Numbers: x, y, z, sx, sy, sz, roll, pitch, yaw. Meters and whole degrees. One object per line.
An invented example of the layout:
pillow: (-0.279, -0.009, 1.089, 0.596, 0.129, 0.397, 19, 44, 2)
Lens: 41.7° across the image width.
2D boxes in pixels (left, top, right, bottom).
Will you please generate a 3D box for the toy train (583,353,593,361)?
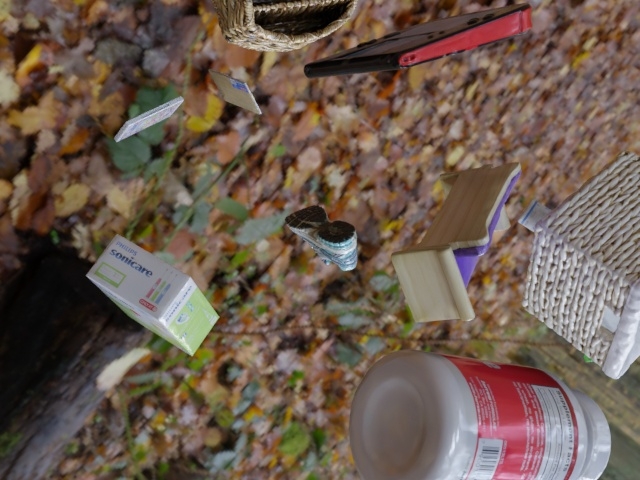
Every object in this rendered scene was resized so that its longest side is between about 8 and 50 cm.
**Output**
toy train: (0.605, 0.243, 1.924, 0.024, 0.083, 0.017, -13, -161, 36)

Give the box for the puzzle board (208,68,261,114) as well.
puzzle board: (-0.194, -0.341, 1.913, 0.011, 0.128, 0.096, -48, 140, -20)

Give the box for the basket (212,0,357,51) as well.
basket: (-0.055, -0.528, 1.781, 0.299, 0.213, 0.223, -16, -178, -33)

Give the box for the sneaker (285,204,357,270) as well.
sneaker: (0.000, 0.000, 2.205, 0.110, 0.283, 0.122, -26, 121, -20)

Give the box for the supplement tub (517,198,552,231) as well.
supplement tub: (0.555, -0.048, 2.101, 0.071, 0.107, 0.071, -54, 171, -12)

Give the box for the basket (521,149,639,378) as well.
basket: (0.635, 0.040, 1.759, 0.331, 0.266, 0.328, -37, 146, -22)

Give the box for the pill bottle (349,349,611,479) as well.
pill bottle: (0.265, 0.304, 1.325, 0.408, 0.229, 0.229, 13, 121, -36)

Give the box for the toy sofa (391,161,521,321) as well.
toy sofa: (0.284, -0.004, 1.600, 0.362, 0.177, 0.150, -53, 129, -52)

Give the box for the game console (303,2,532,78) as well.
game console: (0.189, -0.393, 1.665, 0.342, 0.060, 0.387, -20, -165, -24)

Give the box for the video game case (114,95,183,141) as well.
video game case: (-0.316, -0.223, 1.545, 0.122, 0.011, 0.087, -33, -177, -31)

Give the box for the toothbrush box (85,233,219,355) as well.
toothbrush box: (-0.372, 0.129, 1.908, 0.122, 0.206, 0.283, -56, 162, -17)
